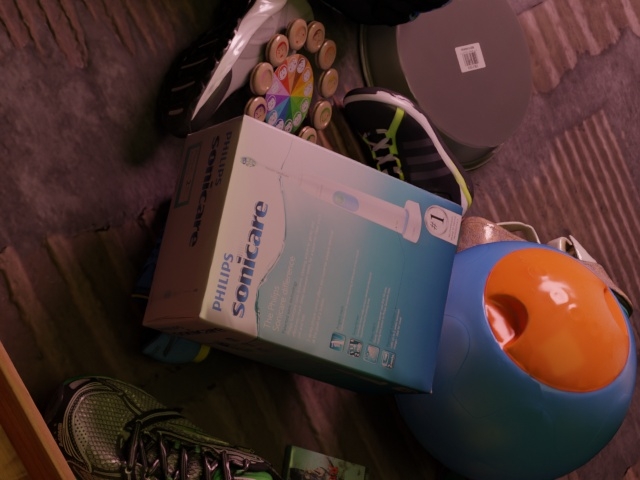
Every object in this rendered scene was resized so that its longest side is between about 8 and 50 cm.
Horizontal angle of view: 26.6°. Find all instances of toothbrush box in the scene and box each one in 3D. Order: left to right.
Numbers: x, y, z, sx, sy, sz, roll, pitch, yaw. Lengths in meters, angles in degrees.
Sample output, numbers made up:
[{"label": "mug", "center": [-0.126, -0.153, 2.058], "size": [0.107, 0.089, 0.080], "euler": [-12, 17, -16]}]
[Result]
[{"label": "toothbrush box", "center": [-0.013, 0.025, 1.426], "size": [0.295, 0.126, 0.216], "euler": [20, 73, -32]}]

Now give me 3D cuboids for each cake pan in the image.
[{"label": "cake pan", "center": [0.177, -0.239, 1.793], "size": [0.293, 0.054, 0.293], "euler": [10, 74, -39]}]

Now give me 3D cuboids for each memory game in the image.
[{"label": "memory game", "center": [-0.031, -0.166, 1.567], "size": [0.186, 0.012, 0.186], "euler": [-36, 136, -46]}]

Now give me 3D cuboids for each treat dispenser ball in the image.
[{"label": "treat dispenser ball", "center": [0.224, 0.144, 1.592], "size": [0.288, 0.288, 0.288], "euler": [10, 74, -38]}]

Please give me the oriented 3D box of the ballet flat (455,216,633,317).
[{"label": "ballet flat", "center": [0.301, 0.036, 1.808], "size": [0.316, 0.107, 0.106], "euler": [20, 55, -36]}]

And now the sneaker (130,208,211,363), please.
[{"label": "sneaker", "center": [-0.155, 0.027, 1.445], "size": [0.082, 0.069, 0.209], "euler": [12, 73, -34]}]

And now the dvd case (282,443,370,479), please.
[{"label": "dvd case", "center": [0.004, 0.290, 1.555], "size": [0.119, 0.013, 0.087], "euler": [24, 66, -35]}]

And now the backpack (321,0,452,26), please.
[{"label": "backpack", "center": [0.046, -0.415, 1.585], "size": [0.355, 0.290, 0.273], "euler": [55, 40, -26]}]

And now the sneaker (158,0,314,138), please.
[{"label": "sneaker", "center": [-0.085, -0.208, 1.540], "size": [0.108, 0.100, 0.271], "euler": [51, 53, -26]}]

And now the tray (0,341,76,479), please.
[{"label": "tray", "center": [-0.372, 0.154, 1.202], "size": [0.203, 0.076, 0.411], "euler": [-35, 104, -39]}]

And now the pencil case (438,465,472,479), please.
[{"label": "pencil case", "center": [0.217, 0.314, 1.695], "size": [0.151, 0.070, 0.064], "euler": [18, 29, -35]}]

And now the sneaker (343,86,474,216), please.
[{"label": "sneaker", "center": [0.109, -0.091, 1.682], "size": [0.234, 0.084, 0.097], "euler": [44, 57, -24]}]

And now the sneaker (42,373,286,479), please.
[{"label": "sneaker", "center": [-0.128, 0.232, 1.370], "size": [0.343, 0.146, 0.134], "euler": [33, 61, -29]}]
